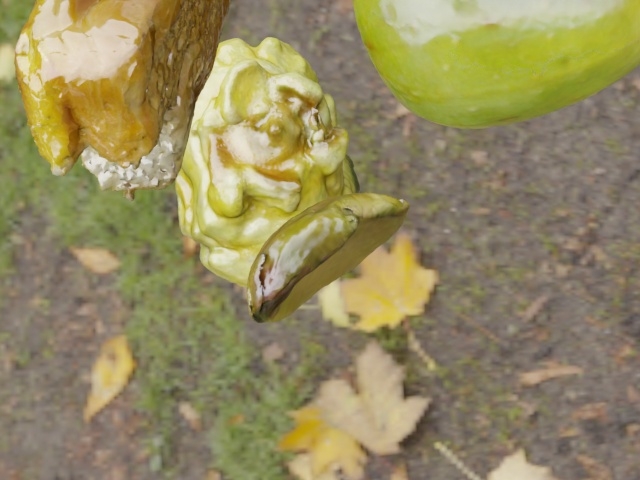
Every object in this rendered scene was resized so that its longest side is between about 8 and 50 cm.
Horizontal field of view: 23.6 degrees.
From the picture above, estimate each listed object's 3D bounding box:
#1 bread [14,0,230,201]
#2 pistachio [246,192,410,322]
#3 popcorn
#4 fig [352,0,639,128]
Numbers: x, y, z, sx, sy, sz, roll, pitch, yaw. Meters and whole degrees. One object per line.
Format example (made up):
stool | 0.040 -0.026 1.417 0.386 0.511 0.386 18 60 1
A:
bread | -0.127 -0.160 1.059 0.380 0.109 0.185 -84 -2 -51
pistachio | 0.000 0.000 1.170 0.049 0.173 0.089 45 141 14
popcorn | -0.067 -0.087 1.716 0.215 0.252 0.286 -14 93 6
fig | 0.190 -0.242 1.540 0.326 0.258 0.258 4 90 39
